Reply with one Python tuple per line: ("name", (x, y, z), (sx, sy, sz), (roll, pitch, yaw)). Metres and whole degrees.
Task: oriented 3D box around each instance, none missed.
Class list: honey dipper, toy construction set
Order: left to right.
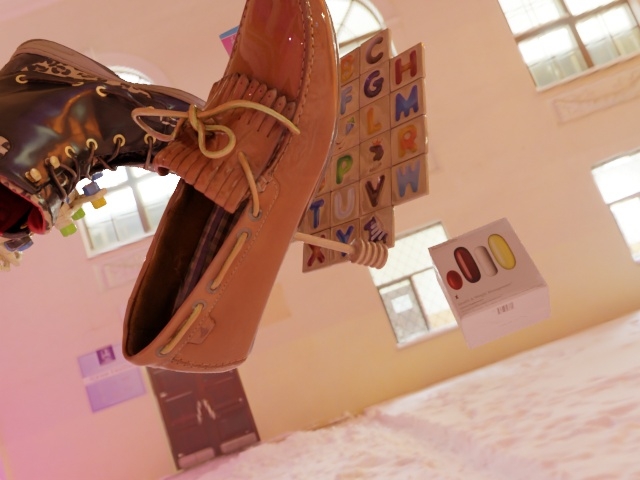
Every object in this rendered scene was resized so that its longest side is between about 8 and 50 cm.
("toy construction set", (-0.583, -0.043, 1.203), (0.328, 0.151, 0.215), (-30, 21, 20))
("honey dipper", (0.000, 0.000, 0.670), (0.161, 0.030, 0.030), (16, -26, -24))

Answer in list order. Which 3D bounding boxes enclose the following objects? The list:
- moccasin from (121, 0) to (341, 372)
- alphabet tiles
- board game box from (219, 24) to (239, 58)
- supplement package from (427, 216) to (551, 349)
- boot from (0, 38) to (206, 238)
("moccasin", (-0.092, -0.059, 0.565), (0.147, 0.139, 0.379), (10, -72, -47))
("alphabet tiles", (0.038, -0.131, 0.896), (0.011, 0.342, 0.285), (20, -27, -40))
("board game box", (-0.130, -0.341, 1.526), (0.064, 0.316, 0.242), (-28, -25, 1))
("supplement package", (0.371, 0.094, 1.367), (0.194, 0.203, 0.149), (-23, -40, 5))
("boot", (-0.301, -0.111, 0.820), (0.138, 0.378, 0.284), (-59, 7, 42))
